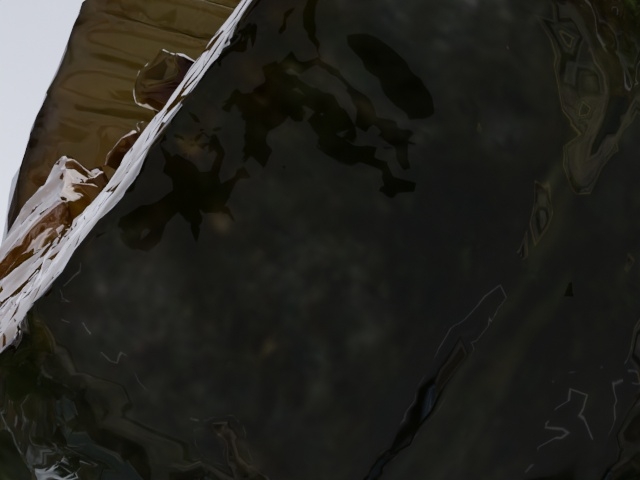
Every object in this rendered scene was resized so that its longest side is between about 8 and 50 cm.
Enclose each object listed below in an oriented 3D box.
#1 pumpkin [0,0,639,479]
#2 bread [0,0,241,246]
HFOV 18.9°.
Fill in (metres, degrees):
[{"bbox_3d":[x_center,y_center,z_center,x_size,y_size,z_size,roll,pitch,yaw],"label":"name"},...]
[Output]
[{"bbox_3d":[0.001,0.001,0.447,0.139,0.280,0.190,33,-79,-12],"label":"pumpkin"},{"bbox_3d":[-0.015,0.003,0.679,0.156,0.288,0.204,19,-100,-1],"label":"bread"}]
